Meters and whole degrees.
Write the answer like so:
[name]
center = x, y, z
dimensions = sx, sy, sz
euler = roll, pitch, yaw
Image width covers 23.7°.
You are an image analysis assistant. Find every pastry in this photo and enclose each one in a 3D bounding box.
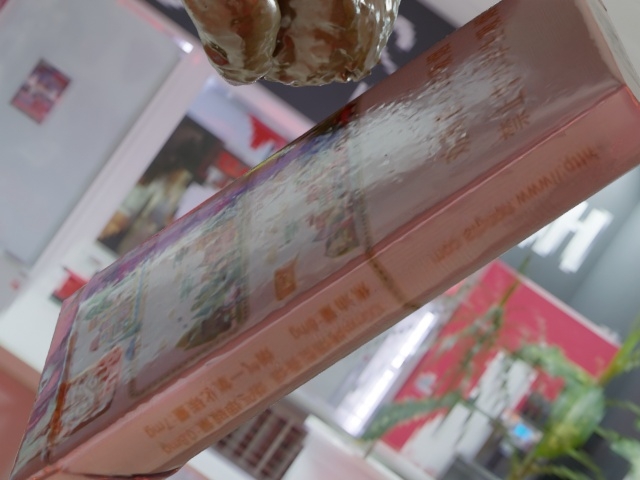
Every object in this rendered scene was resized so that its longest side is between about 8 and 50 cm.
[pastry]
center = -0.015, -0.190, 0.801
dimensions = 0.229, 0.100, 0.218
euler = -64, 146, -56

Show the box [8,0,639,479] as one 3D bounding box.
[box]
center = -0.001, -0.001, 0.482
dimensions = 0.032, 0.220, 0.122
euler = 50, 18, -22
